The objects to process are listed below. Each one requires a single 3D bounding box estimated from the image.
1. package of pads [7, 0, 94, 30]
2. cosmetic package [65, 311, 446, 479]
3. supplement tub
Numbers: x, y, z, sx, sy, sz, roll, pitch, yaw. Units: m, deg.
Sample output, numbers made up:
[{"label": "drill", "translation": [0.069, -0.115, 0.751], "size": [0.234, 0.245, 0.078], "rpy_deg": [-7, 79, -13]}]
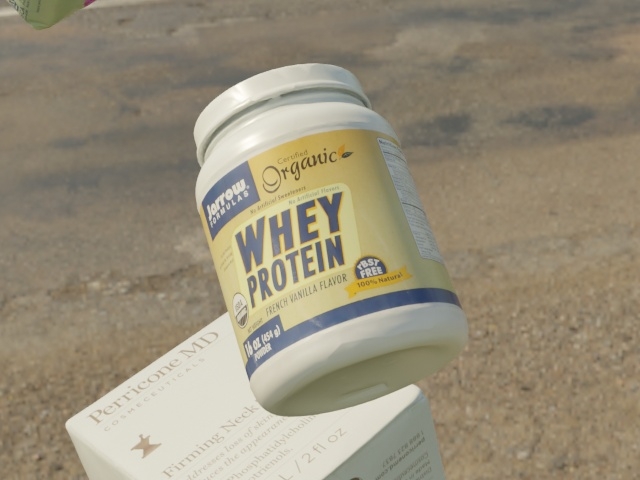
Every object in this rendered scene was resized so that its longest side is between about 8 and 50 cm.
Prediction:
[{"label": "package of pads", "translation": [-0.091, -0.296, 0.709], "size": [0.101, 0.229, 0.296], "rpy_deg": [47, 60, 6]}, {"label": "cosmetic package", "translation": [-0.073, 0.349, 1.443], "size": [0.329, 0.328, 0.393], "rpy_deg": [-34, 34, -30]}, {"label": "supplement tub", "translation": [0.000, 0.000, 1.103], "size": [0.228, 0.228, 0.316], "rpy_deg": [-11, 68, -19]}]
